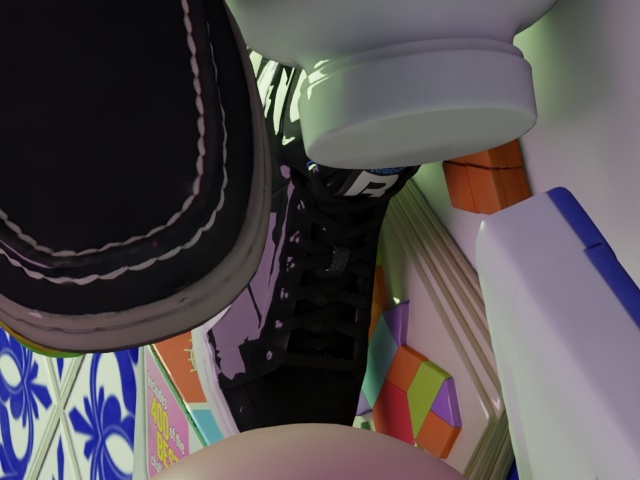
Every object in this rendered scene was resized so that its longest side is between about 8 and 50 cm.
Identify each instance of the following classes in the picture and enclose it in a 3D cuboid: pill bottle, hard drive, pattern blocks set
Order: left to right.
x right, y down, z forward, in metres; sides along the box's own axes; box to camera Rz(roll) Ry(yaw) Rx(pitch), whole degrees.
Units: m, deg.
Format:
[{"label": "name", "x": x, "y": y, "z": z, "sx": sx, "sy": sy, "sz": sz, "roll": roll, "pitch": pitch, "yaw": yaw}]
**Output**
[{"label": "pill bottle", "x": 0.021, "y": -0.166, "z": 0.736, "sx": 0.146, "sy": 0.146, "sz": 0.264, "roll": 149, "pitch": 115, "yaw": -62}, {"label": "pattern blocks set", "x": 0.037, "y": 0.059, "z": 0.872, "sx": 0.325, "sy": 0.026, "sz": 0.285, "roll": -129, "pitch": 42, "yaw": -51}, {"label": "hard drive", "x": 0.140, "y": 0.158, "z": 0.550, "sx": 0.210, "sy": 0.040, "sz": 0.319, "roll": 74, "pitch": 170, "yaw": -46}]

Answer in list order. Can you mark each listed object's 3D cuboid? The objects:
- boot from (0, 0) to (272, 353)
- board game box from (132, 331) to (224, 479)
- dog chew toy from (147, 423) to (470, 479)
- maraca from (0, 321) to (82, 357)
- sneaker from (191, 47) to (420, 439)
[{"label": "boot", "x": -0.123, "y": -0.176, "z": 0.605, "sx": 0.284, "sy": 0.138, "sz": 0.377, "roll": 78, "pitch": 177, "yaw": -57}, {"label": "board game box", "x": -0.036, "y": 0.233, "z": 0.971, "sx": 0.242, "sy": 0.064, "sz": 0.316, "roll": -126, "pitch": 35, "yaw": -50}, {"label": "dog chew toy", "x": 0.034, "y": 0.229, "z": 0.654, "sx": 0.332, "sy": 0.206, "sz": 0.206, "roll": 54, "pitch": 143, "yaw": 23}, {"label": "maraca", "x": -0.155, "y": 0.010, "z": 1.206, "sx": 0.185, "sy": 0.099, "sz": 0.127, "roll": -16, "pitch": 83, "yaw": 38}, {"label": "sneaker", "x": 0.000, "y": 0.000, "z": 0.818, "sx": 0.121, "sy": 0.079, "sz": 0.217, "roll": -17, "pitch": 73, "yaw": 62}]
